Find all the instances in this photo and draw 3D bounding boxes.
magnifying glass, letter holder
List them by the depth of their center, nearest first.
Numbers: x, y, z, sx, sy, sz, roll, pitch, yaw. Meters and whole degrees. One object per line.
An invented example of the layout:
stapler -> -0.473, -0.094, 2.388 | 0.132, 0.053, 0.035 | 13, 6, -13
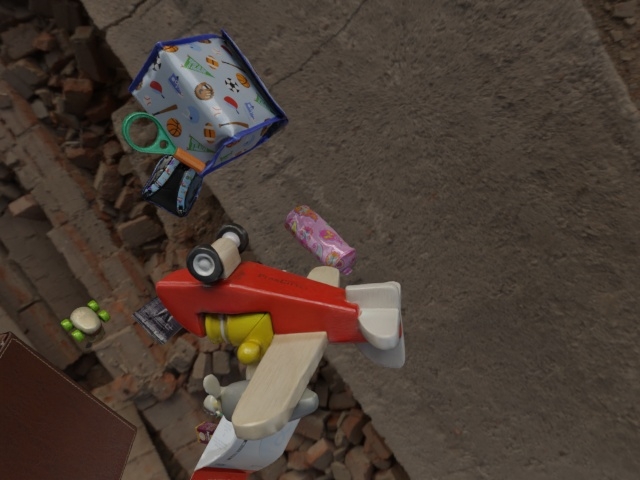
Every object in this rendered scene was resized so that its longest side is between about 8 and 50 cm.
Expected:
letter holder -> -0.425, 0.305, 0.635 | 0.151, 0.214, 0.302 | -11, 134, 12
magnifying glass -> -0.383, -0.234, 1.161 | 0.026, 0.231, 0.092 | 22, 84, 43

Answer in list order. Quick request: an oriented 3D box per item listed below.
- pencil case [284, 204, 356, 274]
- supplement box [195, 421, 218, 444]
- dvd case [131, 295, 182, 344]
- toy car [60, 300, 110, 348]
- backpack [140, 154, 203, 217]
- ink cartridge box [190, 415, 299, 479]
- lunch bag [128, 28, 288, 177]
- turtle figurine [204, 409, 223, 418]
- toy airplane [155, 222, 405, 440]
pencil case -> 0.000, 0.000, 1.600 | 0.284, 0.124, 0.124 | 43, 111, 27
supplement box -> -0.359, 0.626, 1.513 | 0.083, 0.043, 0.055 | -7, 96, 36
dvd case -> -0.609, 0.290, 1.848 | 0.164, 0.221, 0.018 | 43, 127, 0
toy car -> -0.997, 0.386, 2.026 | 0.149, 0.155, 0.188 | 33, 143, 21
backpack -> -0.447, -0.174, 1.451 | 0.158, 0.117, 0.173 | 28, 88, -8
ink cartridge box -> -0.242, 0.685, 1.455 | 0.091, 0.308, 0.385 | 18, 74, 33
lunch bag -> -0.284, -0.420, 1.370 | 0.239, 0.385, 0.328 | -33, 97, 36
turtle figurine -> -0.340, 0.720, 1.854 | 0.234, 0.175, 0.118 | 35, 96, -34
toy airplane -> -0.043, 0.155, 0.793 | 0.384, 0.386, 0.273 | 36, 120, 46
